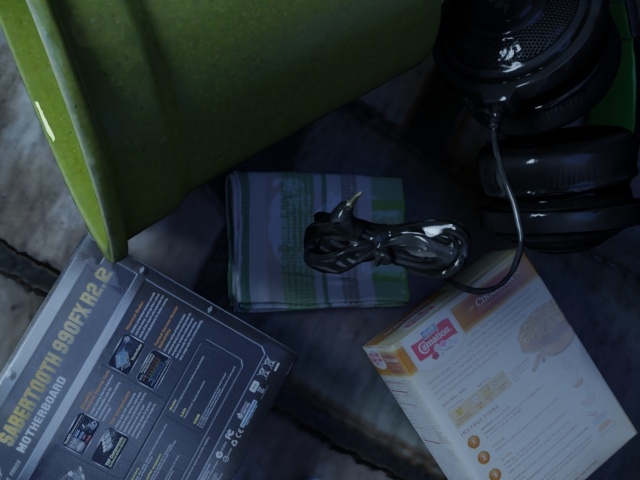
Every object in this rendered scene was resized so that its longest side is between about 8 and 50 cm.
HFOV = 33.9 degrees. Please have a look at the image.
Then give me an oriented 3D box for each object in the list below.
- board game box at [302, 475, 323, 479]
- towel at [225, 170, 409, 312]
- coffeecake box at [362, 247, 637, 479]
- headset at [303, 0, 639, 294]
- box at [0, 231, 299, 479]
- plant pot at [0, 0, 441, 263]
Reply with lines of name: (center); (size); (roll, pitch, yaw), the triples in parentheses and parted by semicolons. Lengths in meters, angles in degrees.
board game box: (-0.020, 0.288, 0.786); (0.194, 0.060, 0.194); (40, 74, -11)
towel: (0.000, 0.000, 0.843); (0.152, 0.023, 0.113); (0, 85, -20)
coffeecake box: (0.147, 0.122, 0.858); (0.142, 0.068, 0.185); (-35, 96, -19)
headset: (0.144, -0.093, 0.807); (0.394, 0.185, 0.243); (-51, 130, -45)
box: (-0.149, 0.138, 0.758); (0.183, 0.056, 0.231); (31, 75, -13)
plant pot: (-0.071, -0.159, 0.689); (0.254, 0.276, 0.276); (-23, 92, -16)
